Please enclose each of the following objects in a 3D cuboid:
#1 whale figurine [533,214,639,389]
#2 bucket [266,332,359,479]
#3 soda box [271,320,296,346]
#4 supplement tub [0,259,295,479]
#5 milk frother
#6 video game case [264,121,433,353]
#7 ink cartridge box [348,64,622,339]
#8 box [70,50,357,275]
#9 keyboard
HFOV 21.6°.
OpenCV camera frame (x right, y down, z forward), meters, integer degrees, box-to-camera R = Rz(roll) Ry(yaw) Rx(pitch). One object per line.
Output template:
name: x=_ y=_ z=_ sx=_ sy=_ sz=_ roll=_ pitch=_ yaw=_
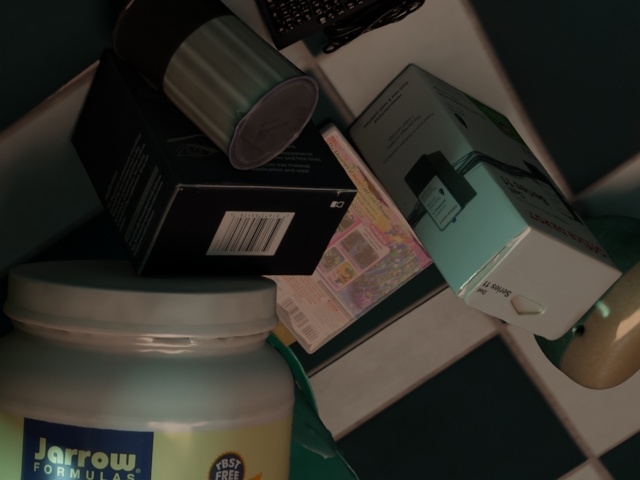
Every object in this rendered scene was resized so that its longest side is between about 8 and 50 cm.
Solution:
whale figurine: x=0.309 y=0.037 z=1.686 sx=0.272 sy=0.141 sz=0.216 roll=-26 pitch=151 yaw=-49
bucket: x=-0.114 y=0.211 z=1.530 sx=0.281 sy=0.183 sz=0.281 roll=-19 pitch=142 yaw=-16
soda box: x=0.020 y=0.015 z=1.499 sx=0.181 sy=0.058 sz=0.061 roll=-34 pitch=143 yaw=3
supplement tub: x=-0.140 y=0.186 z=1.249 sx=0.235 sy=0.235 sz=0.325 roll=0 pitch=96 yaw=-34
milk frother: x=-0.052 y=-0.151 z=1.193 sx=0.129 sy=0.135 sz=0.143 roll=-25 pitch=150 yaw=-43
video game case: x=0.000 y=0.000 z=1.437 sx=0.143 sy=0.019 sz=0.157 roll=-37 pitch=112 yaw=5
ink cartridge box: x=0.137 y=-0.031 z=1.400 sx=0.087 sy=0.208 sz=0.153 roll=-46 pitch=141 yaw=19
box: x=-0.083 y=-0.057 z=1.264 sx=0.156 sy=0.158 sz=0.093 roll=1 pitch=132 yaw=-34
keyboard: x=0.049 y=-0.199 z=1.293 sx=0.192 sy=0.038 sz=0.100 roll=-28 pitch=143 yaw=-3
